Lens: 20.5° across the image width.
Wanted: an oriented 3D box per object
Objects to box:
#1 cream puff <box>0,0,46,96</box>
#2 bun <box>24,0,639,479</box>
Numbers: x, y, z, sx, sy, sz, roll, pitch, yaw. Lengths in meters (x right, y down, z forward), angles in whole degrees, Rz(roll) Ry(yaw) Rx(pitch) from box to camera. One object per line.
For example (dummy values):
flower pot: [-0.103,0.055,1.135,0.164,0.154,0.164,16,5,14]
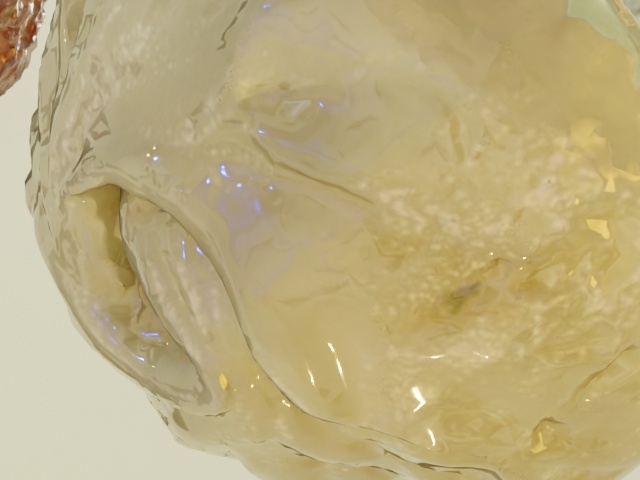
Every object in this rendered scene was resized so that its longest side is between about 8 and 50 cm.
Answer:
cream puff: [-0.274,-0.201,0.943,0.350,0.229,0.350,32,-137,-37]
bun: [0.000,0.000,0.390,0.102,0.183,0.183,-41,-90,-28]
